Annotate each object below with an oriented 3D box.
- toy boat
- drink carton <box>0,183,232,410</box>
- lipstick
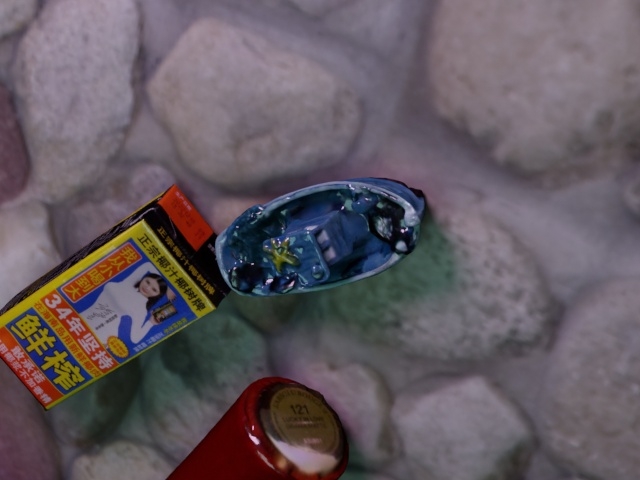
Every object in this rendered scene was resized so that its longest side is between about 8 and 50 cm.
[{"bbox_3d":[0.000,0.000,0.751,0.137,0.061,0.060,-14,107,30],"label":"toy boat"},{"bbox_3d":[-0.128,0.037,0.836,0.166,0.056,0.071,-31,106,33],"label":"drink carton"},{"bbox_3d":[-0.077,0.180,0.865,0.080,0.080,0.241,43,125,1],"label":"lipstick"}]
